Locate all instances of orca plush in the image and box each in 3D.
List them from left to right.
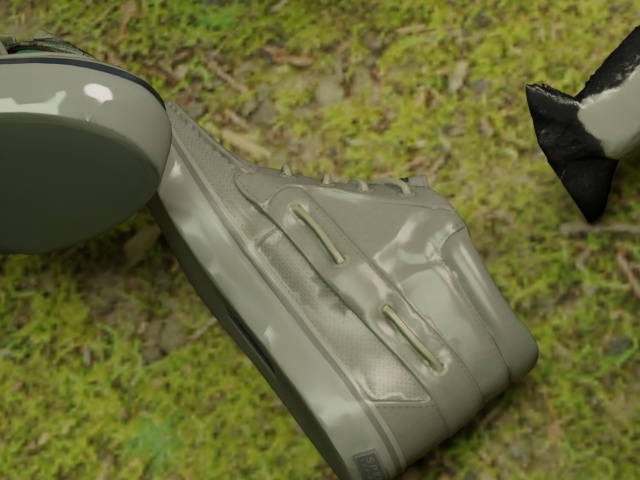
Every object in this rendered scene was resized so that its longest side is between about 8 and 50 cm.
[{"bbox_3d":[0.250,-0.094,0.922,0.287,0.102,0.151,-34,91,15],"label":"orca plush"}]

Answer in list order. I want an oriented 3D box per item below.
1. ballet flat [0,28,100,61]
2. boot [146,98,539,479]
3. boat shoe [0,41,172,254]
[{"bbox_3d":[-0.173,-0.105,1.074,0.114,0.041,0.041,-1,65,16],"label":"ballet flat"},{"bbox_3d":[0.000,0.000,0.951,0.123,0.095,0.258,-32,65,-11],"label":"boot"},{"bbox_3d":[-0.217,-0.076,0.993,0.367,0.136,0.156,-11,56,39],"label":"boat shoe"}]
